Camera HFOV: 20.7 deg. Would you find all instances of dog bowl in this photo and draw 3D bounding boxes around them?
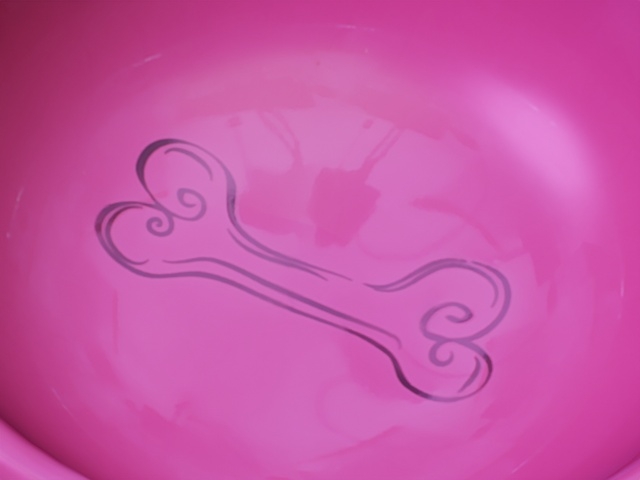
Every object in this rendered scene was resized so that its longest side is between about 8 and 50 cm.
[{"bbox_3d":[0.000,0.000,0.625,0.408,0.150,0.408,3,55,-4],"label":"dog bowl"}]
